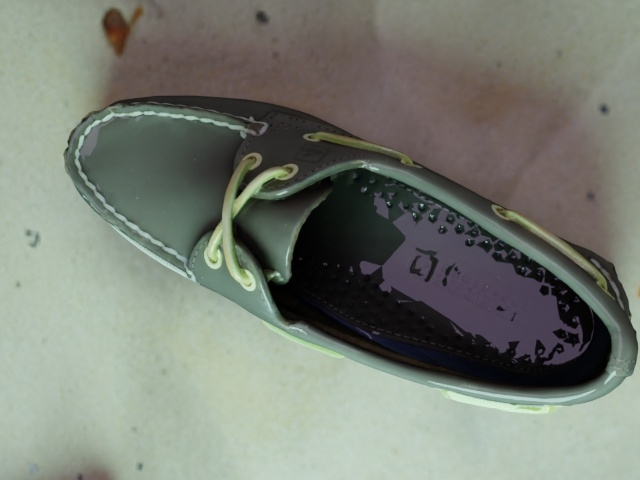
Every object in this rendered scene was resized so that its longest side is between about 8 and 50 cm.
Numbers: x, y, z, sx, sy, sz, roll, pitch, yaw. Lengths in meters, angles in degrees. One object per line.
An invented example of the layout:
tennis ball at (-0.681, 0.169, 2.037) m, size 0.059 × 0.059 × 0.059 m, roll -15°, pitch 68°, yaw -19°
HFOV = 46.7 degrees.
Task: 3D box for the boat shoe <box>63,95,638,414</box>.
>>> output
boat shoe at (0.002, -0.004, 0.363) m, size 0.305 × 0.091 × 0.109 m, roll 22°, pitch 93°, yaw 11°
